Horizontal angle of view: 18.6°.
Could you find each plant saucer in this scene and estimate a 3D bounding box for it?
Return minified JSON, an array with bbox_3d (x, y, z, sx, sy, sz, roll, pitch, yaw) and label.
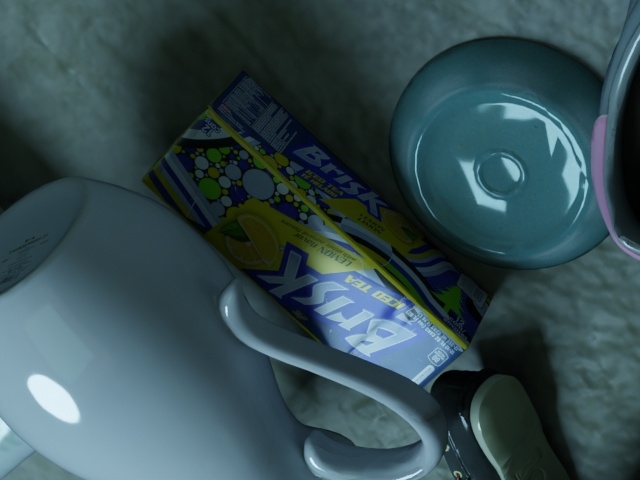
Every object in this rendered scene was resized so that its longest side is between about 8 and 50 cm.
[{"bbox_3d":[0.087,-0.035,0.917,0.119,0.021,0.119,8,118,16],"label":"plant saucer"}]

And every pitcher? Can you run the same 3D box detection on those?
[{"bbox_3d":[-0.056,0.060,0.918,0.178,0.125,0.207,-24,122,30],"label":"pitcher"}]

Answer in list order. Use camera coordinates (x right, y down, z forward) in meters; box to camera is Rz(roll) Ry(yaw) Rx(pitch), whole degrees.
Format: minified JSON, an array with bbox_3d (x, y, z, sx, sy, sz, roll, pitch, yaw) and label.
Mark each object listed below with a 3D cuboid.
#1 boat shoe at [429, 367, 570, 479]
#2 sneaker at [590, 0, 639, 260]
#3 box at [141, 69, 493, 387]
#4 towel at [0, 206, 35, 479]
[{"bbox_3d":[0.093,0.120,0.985,0.042,0.049,0.133,9,130,48],"label":"boat shoe"},{"bbox_3d":[0.187,-0.128,0.767,0.112,0.131,0.319,17,119,10],"label":"sneaker"},{"bbox_3d":[0.000,0.000,0.948,0.169,0.054,0.059,43,122,-4],"label":"box"},{"bbox_3d":[-0.328,0.055,1.065,0.320,0.090,0.374,47,118,-7],"label":"towel"}]
